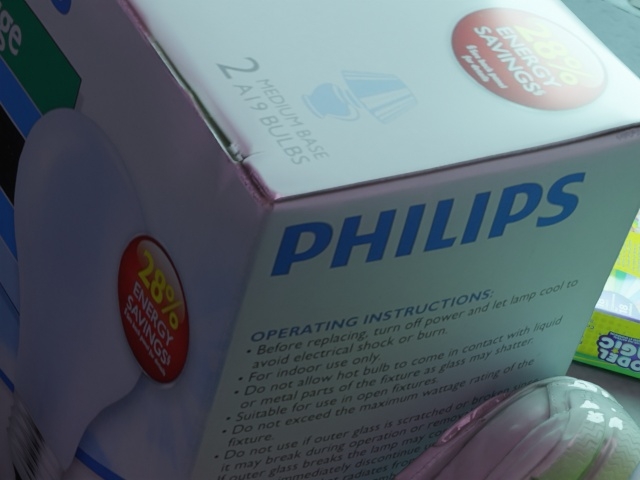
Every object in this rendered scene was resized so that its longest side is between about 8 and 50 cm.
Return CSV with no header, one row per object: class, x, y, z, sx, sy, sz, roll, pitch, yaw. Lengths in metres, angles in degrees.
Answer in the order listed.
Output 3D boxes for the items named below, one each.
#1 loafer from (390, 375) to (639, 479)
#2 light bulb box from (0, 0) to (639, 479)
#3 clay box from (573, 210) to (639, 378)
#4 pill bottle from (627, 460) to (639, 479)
loafer,0.028,0.191,0.909,0.112,0.319,0.111,46,3,-18
light bulb box,-0.056,-0.014,1.019,0.225,0.361,0.358,-12,47,-31
clay box,0.216,0.034,1.305,0.222,0.053,0.127,16,39,0
pill bottle,0.164,0.242,0.819,0.188,0.334,0.188,11,39,-9
